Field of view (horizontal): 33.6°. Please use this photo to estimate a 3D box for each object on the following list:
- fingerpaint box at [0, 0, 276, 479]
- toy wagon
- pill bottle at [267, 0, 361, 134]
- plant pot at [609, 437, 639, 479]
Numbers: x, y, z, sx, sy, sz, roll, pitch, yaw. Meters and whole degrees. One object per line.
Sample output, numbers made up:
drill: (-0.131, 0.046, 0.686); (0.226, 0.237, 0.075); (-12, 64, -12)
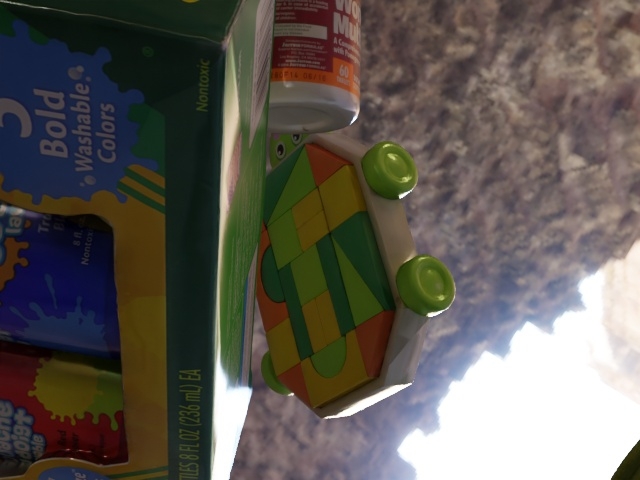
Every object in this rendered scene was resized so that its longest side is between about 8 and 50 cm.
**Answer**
fingerpaint box: (-0.228, -0.012, 0.668); (0.163, 0.371, 0.445); (-77, -4, -45)
toy wagon: (0.000, 0.000, 1.082); (0.068, 0.344, 0.267); (-1, -23, -37)
pill bottle: (-0.023, -0.217, 0.965); (0.121, 0.121, 0.221); (17, -109, -58)
plant pot: (0.395, 0.297, 0.658); (0.366, 0.366, 0.353); (-62, 11, 8)
